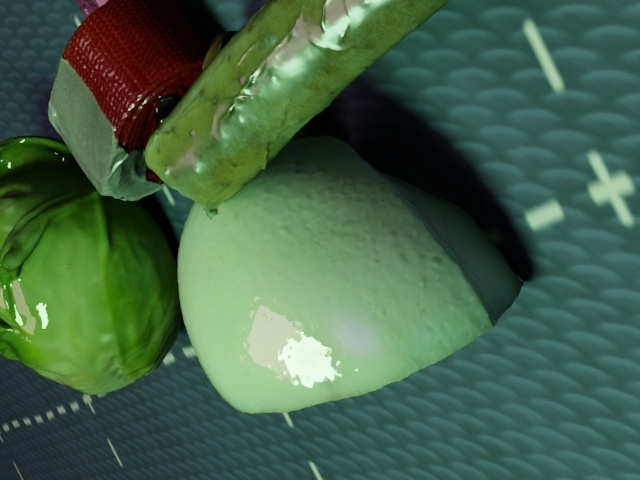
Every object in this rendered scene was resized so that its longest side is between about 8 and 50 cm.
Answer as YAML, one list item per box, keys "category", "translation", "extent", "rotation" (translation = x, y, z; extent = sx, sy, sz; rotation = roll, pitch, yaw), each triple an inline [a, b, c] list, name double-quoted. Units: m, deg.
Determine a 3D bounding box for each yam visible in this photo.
- category: "yam"
  translation: [0.005, -0.133, 0.948]
  extent: [0.371, 0.083, 0.083]
  rotation: [-40, 78, 41]

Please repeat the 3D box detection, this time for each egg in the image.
- category: "egg"
  translation: [-0.012, 0.010, 1.114]
  extent: [0.271, 0.206, 0.162]
  rotation: [7, 126, 63]

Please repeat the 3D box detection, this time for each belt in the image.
- category: "belt"
  translation: [-0.167, -0.135, 1.363]
  extent: [0.124, 0.128, 0.201]
  rotation: [54, 147, 20]

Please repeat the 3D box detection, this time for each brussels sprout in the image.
- category: "brussels sprout"
  translation: [-0.279, 0.032, 1.647]
  extent: [0.294, 0.227, 0.259]
  rotation: [64, 171, -23]

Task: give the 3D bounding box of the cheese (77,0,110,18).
- category: "cheese"
  translation: [-0.192, -0.207, 1.448]
  extent: [0.145, 0.038, 0.095]
  rotation: [59, 157, -16]

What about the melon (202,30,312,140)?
- category: "melon"
  translation: [-0.049, -0.102, 1.249]
  extent: [0.128, 0.079, 0.160]
  rotation: [40, 151, 5]
